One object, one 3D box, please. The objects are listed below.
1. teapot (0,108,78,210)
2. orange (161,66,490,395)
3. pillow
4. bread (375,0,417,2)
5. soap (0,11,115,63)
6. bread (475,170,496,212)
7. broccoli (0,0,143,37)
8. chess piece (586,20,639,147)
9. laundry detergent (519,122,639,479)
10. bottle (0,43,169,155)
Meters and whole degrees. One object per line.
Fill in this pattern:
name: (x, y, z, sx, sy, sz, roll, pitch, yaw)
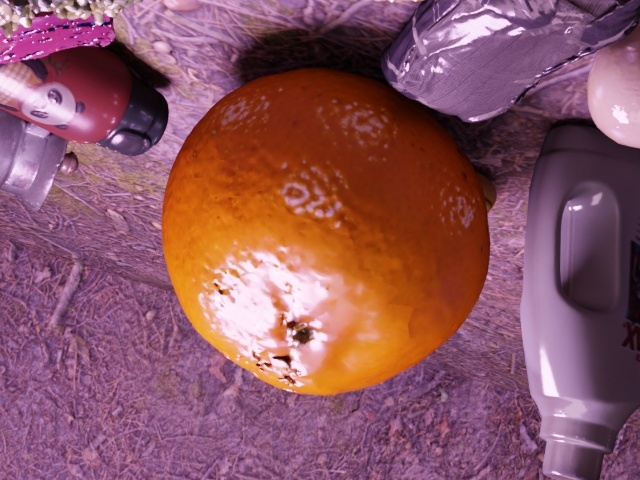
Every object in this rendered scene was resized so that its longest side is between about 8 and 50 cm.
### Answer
teapot: (-0.502, -0.189, 1.366, 0.285, 0.305, 0.223, 18, -158, -32)
orange: (0.000, 0.000, 1.089, 0.423, 0.326, 0.424, 11, 134, 12)
pillow: (0.166, -0.192, 0.819, 0.161, 0.093, 0.335, 14, 164, -13)
bread: (0.089, -0.254, 0.628, 0.245, 0.121, 0.174, 2, 159, 33)
soap: (-0.334, -0.273, 0.907, 0.249, 0.162, 0.099, 16, 158, -7)
bread: (0.209, -0.065, 1.270, 0.082, 0.056, 0.115, 26, 154, 1)
broccoli: (-0.260, -0.290, 0.673, 0.259, 0.235, 0.288, -1, 121, 40)
chess piece: (0.389, -0.125, 0.762, 0.299, 0.167, 0.167, 17, 166, 23)
laundry detergent: (0.322, 0.085, 1.048, 0.264, 0.398, 0.124, 28, 160, -37)
bottle: (-0.350, -0.219, 1.137, 0.336, 0.144, 0.144, 26, 161, -40)
